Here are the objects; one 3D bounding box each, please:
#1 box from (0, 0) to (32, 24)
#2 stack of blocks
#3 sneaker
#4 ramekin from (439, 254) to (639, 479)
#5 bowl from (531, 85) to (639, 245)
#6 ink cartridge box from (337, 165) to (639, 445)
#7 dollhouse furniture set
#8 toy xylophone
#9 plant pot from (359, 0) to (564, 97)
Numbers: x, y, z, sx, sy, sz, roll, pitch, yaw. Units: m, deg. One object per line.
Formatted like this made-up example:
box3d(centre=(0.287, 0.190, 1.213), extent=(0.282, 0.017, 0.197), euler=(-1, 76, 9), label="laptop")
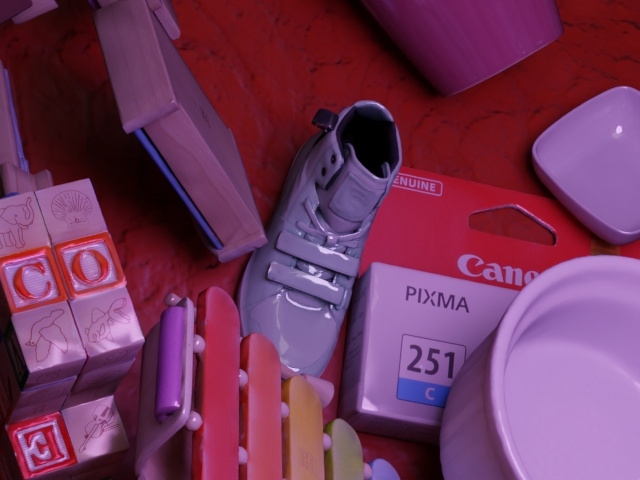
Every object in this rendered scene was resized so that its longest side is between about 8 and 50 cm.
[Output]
box3d(centre=(-0.373, -0.236, 1.546), extent=(0.168, 0.203, 0.167), euler=(-34, 120, -25), label="box")
box3d(centre=(-0.212, 0.095, 1.441), extent=(0.087, 0.297, 0.171), euler=(-15, 73, -22), label="stack of blocks")
box3d(centre=(0.000, -0.001, 1.628), extent=(0.094, 0.151, 0.256), euler=(18, 66, -12), label="sneaker")
box3d(centre=(0.231, 0.164, 1.552), extent=(0.277, 0.135, 0.277), euler=(11, 60, -20), label="ramekin")
box3d(centre=(0.278, -0.063, 1.779), extent=(0.142, 0.053, 0.142), euler=(-33, 64, -24), label="bowl")
box3d(centre=(0.175, 0.062, 1.705), extent=(0.296, 0.066, 0.261), euler=(11, 67, -13), label="ink cartridge box")
box3d(centre=(-0.242, -0.074, 1.631), extent=(0.303, 0.198, 0.286), euler=(-24, 49, 6), label="dollhouse furniture set")
box3d(centre=(-0.035, 0.152, 1.474), extent=(0.322, 0.081, 0.236), euler=(34, 37, -41), label="toy xylophone")
box3d(centre=(0.124, -0.238, 1.751), extent=(0.201, 0.201, 0.180), euler=(-32, 97, -26), label="plant pot")
